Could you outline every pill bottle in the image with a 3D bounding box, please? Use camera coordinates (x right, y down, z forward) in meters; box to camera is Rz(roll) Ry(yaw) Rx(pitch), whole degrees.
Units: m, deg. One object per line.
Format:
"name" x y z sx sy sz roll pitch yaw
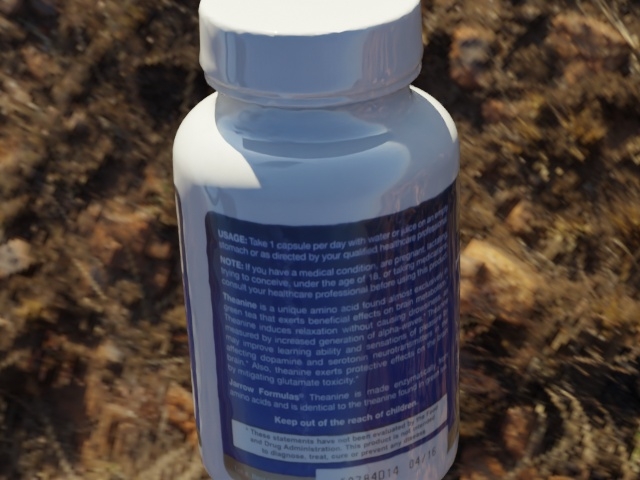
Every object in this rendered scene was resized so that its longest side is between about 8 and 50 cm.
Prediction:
"pill bottle" 0.000 0.000 0.376 0.067 0.067 0.120 11 119 26
